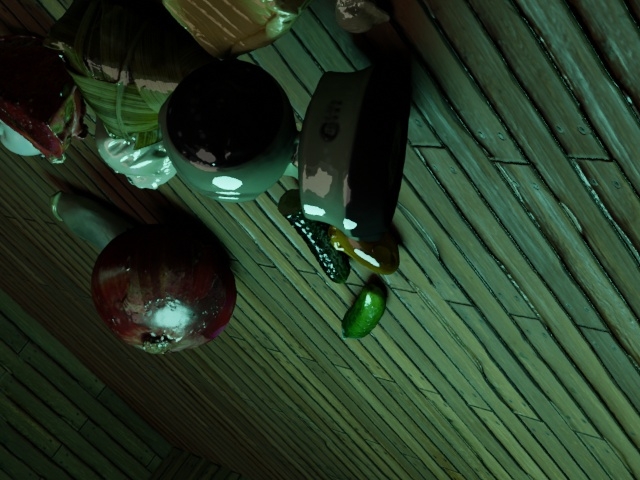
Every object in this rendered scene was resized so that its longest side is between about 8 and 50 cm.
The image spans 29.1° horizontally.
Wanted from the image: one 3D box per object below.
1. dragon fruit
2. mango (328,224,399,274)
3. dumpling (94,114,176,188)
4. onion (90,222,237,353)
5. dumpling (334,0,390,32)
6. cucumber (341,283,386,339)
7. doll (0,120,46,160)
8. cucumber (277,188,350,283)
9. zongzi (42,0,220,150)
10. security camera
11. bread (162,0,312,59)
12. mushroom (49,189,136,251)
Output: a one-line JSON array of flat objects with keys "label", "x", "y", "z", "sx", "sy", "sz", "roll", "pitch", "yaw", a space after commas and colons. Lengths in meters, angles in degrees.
[{"label": "dragon fruit", "x": -0.454, "y": -0.226, "z": 2.028, "sx": 0.262, "sy": 0.134, "sz": 0.211, "roll": 30, "pitch": 156, "yaw": 29}, {"label": "mango", "x": 0.070, "y": 0.004, "z": 1.784, "sx": 0.127, "sy": 0.063, "sz": 0.077, "roll": 39, "pitch": 155, "yaw": -21}, {"label": "dumpling", "x": -0.290, "y": -0.164, "z": 1.961, "sx": 0.127, "sy": 0.108, "sz": 0.188, "roll": -11, "pitch": 115, "yaw": 34}, {"label": "onion", "x": -0.289, "y": 0.097, "z": 2.298, "sx": 0.276, "sy": 0.276, "sz": 0.276, "roll": 32, "pitch": 159, "yaw": 14}, {"label": "dumpling", "x": 0.046, "y": -0.244, "z": 1.319, "sx": 0.060, "sy": 0.043, "sz": 0.077, "roll": 8, "pitch": 149, "yaw": 12}, {"label": "cucumber", "x": 0.071, "y": 0.125, "z": 2.058, "sx": 0.056, "sy": 0.056, "sz": 0.250, "roll": 35, "pitch": 158, "yaw": 4}, {"label": "doll", "x": -0.526, "y": -0.228, "z": 2.177, "sx": 0.107, "sy": 0.110, "sz": 0.180, "roll": 48, "pitch": 162, "yaw": 28}, {"label": "cucumber", "x": 0.000, "y": 0.000, "z": 1.895, "sx": 0.052, "sy": 0.058, "sz": 0.214, "roll": 13, "pitch": 152, "yaw": 35}, {"label": "zongzi", "x": -0.203, "y": -0.202, "z": 1.707, "sx": 0.288, "sy": 0.134, "sz": 0.286, "roll": 20, "pitch": 161, "yaw": 21}, {"label": "security camera", "x": -0.045, "y": -0.117, "z": 1.415, "sx": 0.277, "sy": 0.196, "sz": 0.191, "roll": 9, "pitch": 165, "yaw": 10}, {"label": "bread", "x": -0.083, "y": -0.284, "z": 1.342, "sx": 0.140, "sy": 0.106, "sz": 0.236, "roll": 42, "pitch": 159, "yaw": -17}, {"label": "mushroom", "x": -0.415, "y": -0.002, "z": 2.515, "sx": 0.351, "sy": 0.097, "sz": 0.109, "roll": 34, "pitch": 157, "yaw": 18}]
